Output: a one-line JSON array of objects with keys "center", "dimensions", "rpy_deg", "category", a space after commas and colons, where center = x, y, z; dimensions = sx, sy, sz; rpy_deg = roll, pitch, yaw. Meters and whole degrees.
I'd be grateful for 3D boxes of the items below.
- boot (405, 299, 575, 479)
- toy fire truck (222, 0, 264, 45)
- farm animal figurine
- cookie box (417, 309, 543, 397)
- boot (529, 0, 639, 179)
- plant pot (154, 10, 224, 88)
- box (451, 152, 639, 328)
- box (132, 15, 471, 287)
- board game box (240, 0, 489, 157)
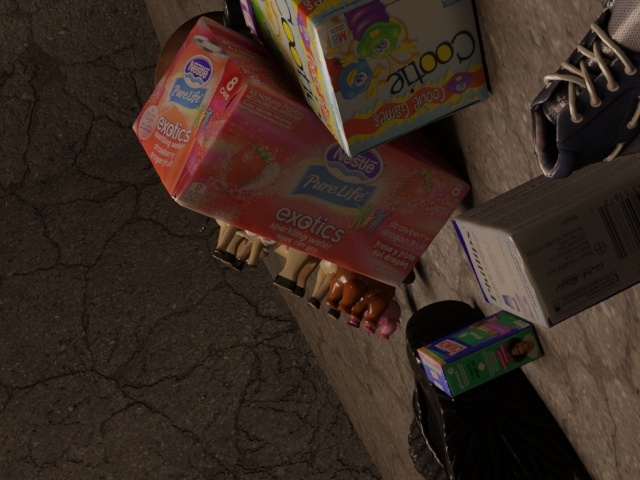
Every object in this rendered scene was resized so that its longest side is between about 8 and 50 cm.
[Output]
[{"center": [0.193, 0.266, 1.569], "dimensions": [0.260, 0.131, 0.348], "rpy_deg": [85, 171, -47], "category": "boot"}, {"center": [-0.105, -0.380, 1.672], "dimensions": [0.217, 0.158, 0.246], "rpy_deg": [89, 167, -71], "category": "toy fire truck"}, {"center": [0.000, 0.000, 1.895], "dimensions": [0.326, 0.172, 0.330], "rpy_deg": [25, 175, -6], "category": "farm animal figurine"}, {"center": [0.167, 0.118, 1.419], "dimensions": [0.092, 0.107, 0.040], "rpy_deg": [-150, 37, -76], "category": "cookie box"}, {"center": [0.176, -0.101, 0.808], "dimensions": [0.190, 0.086, 0.069], "rpy_deg": [79, 164, -59], "category": "boot"}, {"center": [-0.092, -0.220, 1.879], "dimensions": [0.230, 0.215, 0.215], "rpy_deg": [11, 125, 63], "category": "plant pot"}, {"center": [0.176, -0.005, 0.942], "dimensions": [0.072, 0.126, 0.137], "rpy_deg": [66, 173, -10], "category": "box"}, {"center": [-0.017, -0.084, 1.368], "dimensions": [0.300, 0.142, 0.154], "rpy_deg": [22, -158, -36], "category": "box"}, {"center": [0.023, -0.224, 1.241], "dimensions": [0.275, 0.144, 0.142], "rpy_deg": [-124, 13, -49], "category": "board game box"}]
